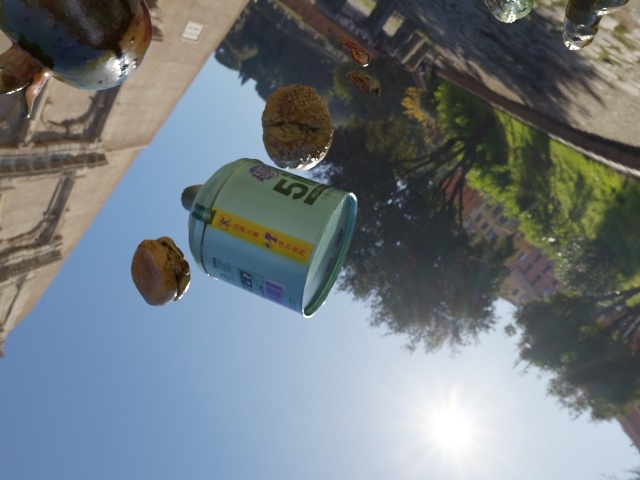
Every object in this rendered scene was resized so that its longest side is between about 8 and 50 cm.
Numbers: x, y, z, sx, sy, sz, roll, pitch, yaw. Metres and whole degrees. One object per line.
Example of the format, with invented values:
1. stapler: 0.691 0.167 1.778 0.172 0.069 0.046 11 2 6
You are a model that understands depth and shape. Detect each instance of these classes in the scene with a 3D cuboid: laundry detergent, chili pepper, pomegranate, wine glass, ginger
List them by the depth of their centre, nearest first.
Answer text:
1. pomegranate: -0.480 -0.395 0.888 0.291 0.323 0.291 47 -174 -7
2. ginger: 0.533 -0.471 0.968 0.115 0.081 0.205 37 170 9
3. laundry detergent: -0.112 -0.018 1.059 0.305 0.287 0.287 21 -162 15
4. wine glass: -0.249 -0.185 1.482 0.309 0.264 0.096 4 140 36
5. chili pepper: 0.111 -0.612 1.551 0.027 0.045 0.178 -12 -129 -43

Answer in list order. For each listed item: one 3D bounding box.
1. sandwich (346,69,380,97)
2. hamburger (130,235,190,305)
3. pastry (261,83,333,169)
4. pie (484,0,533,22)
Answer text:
1. sandwich: 0.120 -0.423 1.287 0.067 0.029 0.135 -14 -134 -32
2. hamburger: -0.340 0.068 1.021 0.138 0.147 0.083 48 -142 17
3. pastry: -0.072 -0.415 1.749 0.284 0.315 0.184 5 -179 -30
4. pie: 0.319 -0.553 0.888 0.302 0.067 0.302 -20 -90 -74
